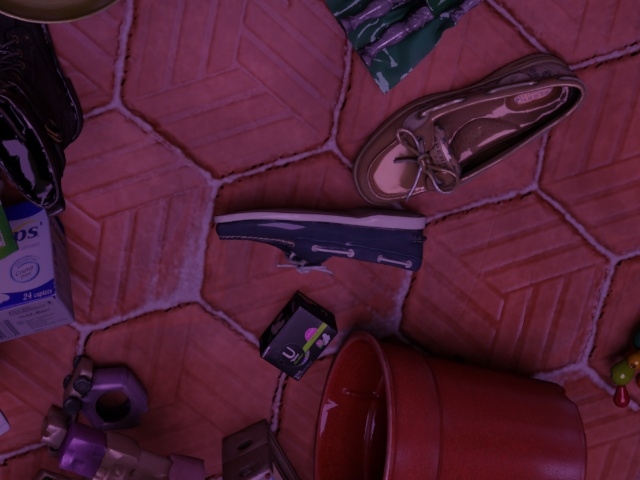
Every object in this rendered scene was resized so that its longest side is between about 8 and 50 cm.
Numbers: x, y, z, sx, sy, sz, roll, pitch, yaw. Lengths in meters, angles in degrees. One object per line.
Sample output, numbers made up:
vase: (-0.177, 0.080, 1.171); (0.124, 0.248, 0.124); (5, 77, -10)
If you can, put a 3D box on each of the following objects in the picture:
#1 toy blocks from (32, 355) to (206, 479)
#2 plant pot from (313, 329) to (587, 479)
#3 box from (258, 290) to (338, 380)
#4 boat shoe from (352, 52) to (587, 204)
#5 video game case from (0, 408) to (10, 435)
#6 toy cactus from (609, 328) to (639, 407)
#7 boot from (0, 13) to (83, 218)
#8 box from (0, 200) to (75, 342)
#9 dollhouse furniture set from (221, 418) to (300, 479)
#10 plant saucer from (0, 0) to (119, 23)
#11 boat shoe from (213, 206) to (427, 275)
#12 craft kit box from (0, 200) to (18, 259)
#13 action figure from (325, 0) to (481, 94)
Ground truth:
toy blocks: (-0.223, 0.354, 1.347); (0.260, 0.309, 0.289); (24, 106, -19)
plant pot: (0.157, 0.257, 1.373); (0.265, 0.272, 0.273); (8, 109, -16)
box: (-0.028, 0.117, 1.404); (0.062, 0.052, 0.083); (34, 105, -16)
boat shoe: (0.166, -0.125, 1.313); (0.285, 0.089, 0.105); (-31, 110, 7)
video game case: (-0.424, 0.119, 1.296); (0.023, 0.201, 0.183); (-33, 111, -17)
toy cactus: (0.457, 0.114, 1.429); (0.218, 0.112, 0.181); (-17, 101, 10)
boot: (-0.324, -0.168, 1.181); (0.091, 0.229, 0.263); (-29, 110, 6)
box: (-0.355, 0.037, 1.296); (0.126, 0.137, 0.072); (-15, 148, 0)
dollhouse furniture set: (-0.119, 0.344, 1.435); (0.183, 0.129, 0.129); (-26, 110, 4)
plant saucer: (-0.289, -0.343, 1.189); (0.240, 0.037, 0.241); (0, 89, -16)
boat shoe: (0.000, 0.000, 1.346); (0.254, 0.095, 0.079); (1, 99, -15)
craft kit box: (-0.454, -0.094, 1.215); (0.249, 0.061, 0.247); (1, 118, 38)
action figure: (0.133, -0.283, 1.273); (0.232, 0.063, 0.137); (-33, 106, 3)
